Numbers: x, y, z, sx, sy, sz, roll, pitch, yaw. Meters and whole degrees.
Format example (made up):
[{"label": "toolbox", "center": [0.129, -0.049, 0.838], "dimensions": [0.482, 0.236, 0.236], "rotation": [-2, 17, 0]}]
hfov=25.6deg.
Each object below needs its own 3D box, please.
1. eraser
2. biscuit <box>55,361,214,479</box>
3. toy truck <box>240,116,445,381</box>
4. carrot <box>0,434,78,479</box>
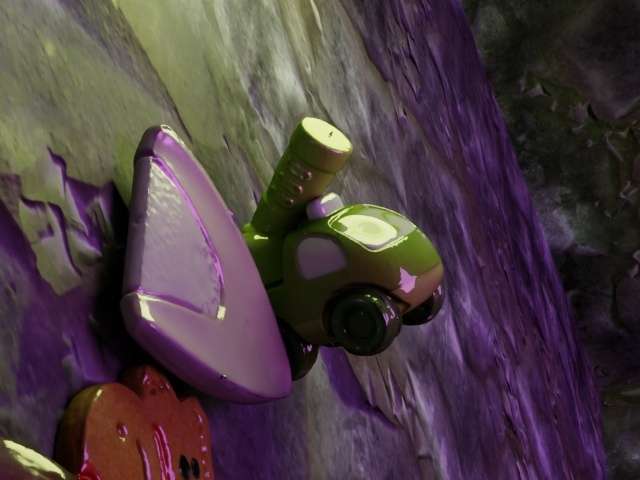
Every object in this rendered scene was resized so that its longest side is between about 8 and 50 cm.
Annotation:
[{"label": "eraser", "center": [-0.092, 0.057, 1.136], "dimensions": [0.243, 0.059, 0.204], "rotation": [58, 22, -44]}, {"label": "biscuit", "center": [-0.125, 0.166, 1.006], "dimensions": [0.225, 0.036, 0.166], "rotation": [29, 52, -67]}, {"label": "toy truck", "center": [-0.005, 0.019, 1.273], "dimensions": [0.210, 0.187, 0.148], "rotation": [53, 31, 5]}, {"label": "carrot", "center": [-0.188, 0.225, 0.615], "dimensions": [0.302, 0.139, 0.138], "rotation": [-73, 147, -44]}]
